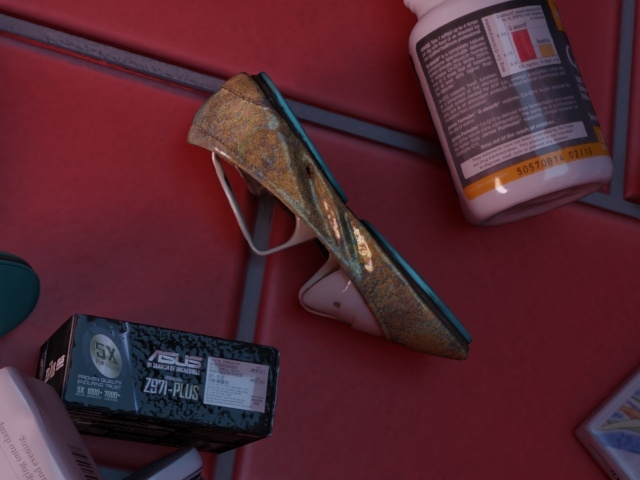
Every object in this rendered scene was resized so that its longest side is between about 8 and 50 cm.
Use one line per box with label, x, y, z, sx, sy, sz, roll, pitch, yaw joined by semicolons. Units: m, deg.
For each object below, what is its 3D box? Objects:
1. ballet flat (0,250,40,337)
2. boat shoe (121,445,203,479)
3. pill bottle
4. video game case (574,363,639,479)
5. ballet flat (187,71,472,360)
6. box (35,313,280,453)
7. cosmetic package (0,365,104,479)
ballet flat;-0.330;0.056;1.067;0.087;0.247;0.083;8;105;20
boat shoe;-0.182;0.266;1.103;0.228;0.080;0.076;-36;97;-26
pill bottle;0.182;-0.165;1.334;0.162;0.162;0.278;-13;81;-25
video game case;0.473;0.218;1.400;0.329;0.036;0.300;-38;87;-27
ballet flat;0.000;0.000;1.247;0.123;0.123;0.348;-40;93;-27
box;-0.144;0.127;1.118;0.180;0.147;0.077;11;71;-19
cosmetic package;-0.318;0.279;0.899;0.385;0.156;0.217;-29;79;-7
